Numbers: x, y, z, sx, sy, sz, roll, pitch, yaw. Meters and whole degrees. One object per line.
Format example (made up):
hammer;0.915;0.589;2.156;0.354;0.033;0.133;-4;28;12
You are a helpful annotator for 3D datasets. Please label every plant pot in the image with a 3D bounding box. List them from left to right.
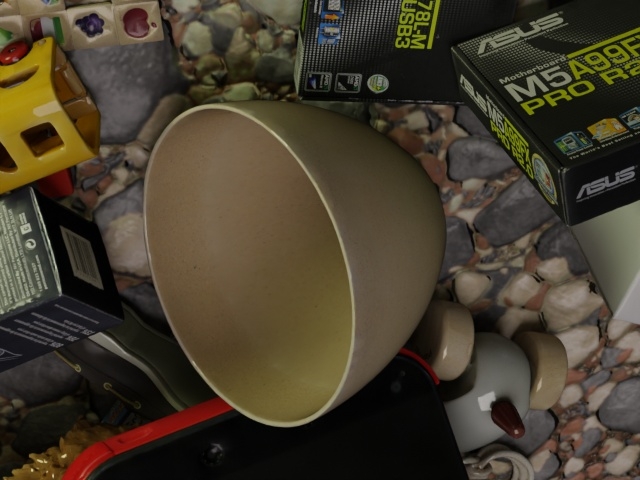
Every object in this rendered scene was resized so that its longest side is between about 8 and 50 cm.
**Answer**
plant pot;0.000;0.000;1.190;0.191;0.284;0.284;-19;136;-39

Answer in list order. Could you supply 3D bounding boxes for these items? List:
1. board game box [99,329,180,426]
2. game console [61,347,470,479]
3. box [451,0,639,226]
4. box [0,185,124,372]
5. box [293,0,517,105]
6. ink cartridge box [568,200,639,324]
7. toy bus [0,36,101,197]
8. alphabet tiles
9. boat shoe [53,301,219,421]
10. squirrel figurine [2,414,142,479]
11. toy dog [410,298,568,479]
board game box;-0.130;0.170;1.408;0.136;0.035;0.201;27;118;-25
game console;-0.024;0.301;1.243;0.387;0.060;0.342;-20;94;-19
box;0.274;-0.136;1.103;0.270;0.216;0.060;-21;129;-6
box;-0.307;0.051;1.213;0.207;0.108;0.153;-21;164;7
box;0.077;-0.208;1.158;0.184;0.045;0.190;3;126;-9
ink cartridge box;0.397;-0.034;1.233;0.270;0.197;0.198;11;123;-16
toy bus;-0.290;-0.088;1.150;0.191;0.104;0.202;14;126;-19
alphabet tiles;-0.242;-0.261;1.098;0.198;0.009;0.237;-6;126;-3
boat shoe;-0.169;0.135;1.317;0.228;0.081;0.068;38;120;1
squirrel figurine;-0.235;0.360;1.394;0.370;0.281;0.397;-24;126;34
toy dog;0.146;0.224;1.408;0.220;0.161;0.333;-2;126;-6
